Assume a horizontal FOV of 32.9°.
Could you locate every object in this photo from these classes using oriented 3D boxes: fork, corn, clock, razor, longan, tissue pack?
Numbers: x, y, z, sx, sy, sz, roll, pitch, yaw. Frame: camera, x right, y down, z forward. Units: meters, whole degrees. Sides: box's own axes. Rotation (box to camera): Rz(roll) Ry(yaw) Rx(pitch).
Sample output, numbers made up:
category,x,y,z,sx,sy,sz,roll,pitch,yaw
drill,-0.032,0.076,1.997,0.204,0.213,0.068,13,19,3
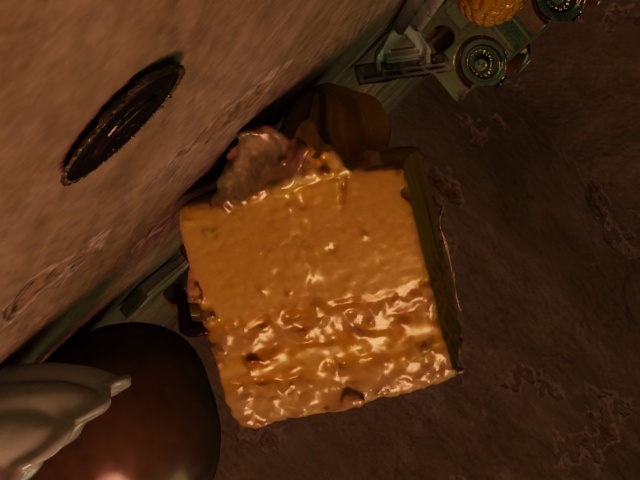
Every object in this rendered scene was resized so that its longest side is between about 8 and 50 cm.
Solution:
category,x,y,z,sx,sy,sz,roll,pitch,yaw
fork,0.124,0.013,1.047,0.012,0.115,0.016,-7,-170,13
corn,0.194,-0.295,1.168,0.091,0.091,0.260,-23,178,2
clock,-0.098,-0.056,0.531,0.083,0.010,0.074,-44,-179,28
razor,0.104,-0.238,1.149,0.111,0.056,0.278,-9,169,-7
longan,-0.237,0.223,1.245,0.258,0.258,0.258,-44,180,0
tissue pack,-0.215,0.059,1.407,0.056,0.023,0.108,-44,180,34

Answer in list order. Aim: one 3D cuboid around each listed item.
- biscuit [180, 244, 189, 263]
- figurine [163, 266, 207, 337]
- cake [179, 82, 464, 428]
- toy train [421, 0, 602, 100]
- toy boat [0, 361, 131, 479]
category,x,y,z,sx,sy,sz,roll,pitch,yaw
biscuit,-0.090,-0.051,1.328,0.186,0.044,0.295,-47,-179,-14
figurine,-0.131,0.034,1.594,0.338,0.204,0.283,-58,167,28
cake,0.000,0.000,1.051,0.222,0.286,0.227,-14,-170,11
toy train,0.278,-0.336,1.511,0.326,0.159,0.129,-39,-179,38
toy boat,-0.295,0.195,0.939,0.290,0.100,0.199,-46,-179,-31
